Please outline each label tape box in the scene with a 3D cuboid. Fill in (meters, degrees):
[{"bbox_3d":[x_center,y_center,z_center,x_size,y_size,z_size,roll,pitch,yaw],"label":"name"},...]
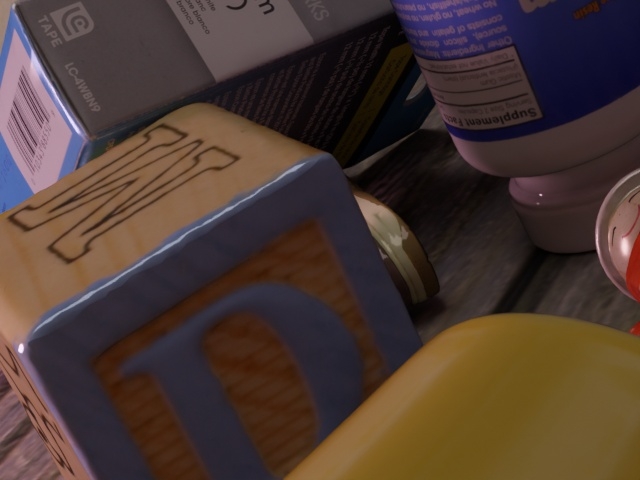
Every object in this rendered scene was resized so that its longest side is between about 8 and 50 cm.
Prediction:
[{"bbox_3d":[-0.055,-0.113,1.233,0.347,0.115,0.249,-27,-16,-26],"label":"label tape box"}]

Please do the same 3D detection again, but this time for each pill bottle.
[{"bbox_3d":[0.131,-0.134,1.083,0.152,0.272,0.152,-23,22,10],"label":"pill bottle"}]

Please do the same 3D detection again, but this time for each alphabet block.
[{"bbox_3d":[-0.073,0.056,1.000,0.193,0.192,0.197,-30,24,-15],"label":"alphabet block"}]

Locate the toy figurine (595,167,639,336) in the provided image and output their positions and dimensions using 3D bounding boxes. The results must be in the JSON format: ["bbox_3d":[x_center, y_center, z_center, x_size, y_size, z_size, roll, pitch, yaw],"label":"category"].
[{"bbox_3d":[0.227,0.042,0.685,0.209,0.213,0.148,-22,6,2],"label":"toy figurine"}]

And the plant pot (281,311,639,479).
[{"bbox_3d":[0.042,0.159,0.507,0.254,0.254,0.239,0,46,48],"label":"plant pot"}]

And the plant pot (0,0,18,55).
[{"bbox_3d":[-0.252,-0.044,1.394,0.256,0.256,0.274,-6,47,41],"label":"plant pot"}]

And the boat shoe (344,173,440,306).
[{"bbox_3d":[0.001,0.001,1.182,0.073,0.080,0.223,-29,24,-14],"label":"boat shoe"}]
